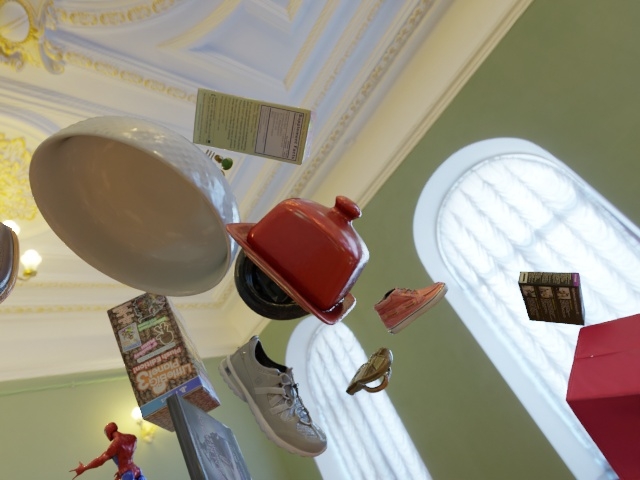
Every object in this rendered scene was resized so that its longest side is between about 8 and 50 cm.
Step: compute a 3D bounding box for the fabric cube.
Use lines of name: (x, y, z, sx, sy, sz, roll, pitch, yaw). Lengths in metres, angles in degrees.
fabric cube: (0.664, 0.292, 0.747, 0.258, 0.254, 0.259, -36, 0, 45)

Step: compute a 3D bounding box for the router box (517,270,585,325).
router box: (0.598, 0.150, 1.045, 0.133, 0.046, 0.179, -1, -41, 38)

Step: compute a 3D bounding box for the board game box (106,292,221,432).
board game box: (-0.396, 0.308, 1.043, 0.141, 0.291, 0.232, -26, -28, -17)

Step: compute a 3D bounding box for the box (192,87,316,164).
box: (-0.141, -0.267, 0.948, 0.242, 0.213, 0.117, 12, -74, 0)

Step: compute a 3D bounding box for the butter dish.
butter dish: (0.000, 0.000, 0.472, 0.118, 0.160, 0.160, -49, -10, 10)

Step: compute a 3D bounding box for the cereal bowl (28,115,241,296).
cereal bowl: (-0.290, -0.065, 0.698, 0.338, 0.141, 0.339, 8, -47, 9)

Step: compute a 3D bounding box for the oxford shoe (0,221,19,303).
oxford shoe: (-0.625, 0.070, 0.684, 0.129, 0.364, 0.133, 5, -49, -16)

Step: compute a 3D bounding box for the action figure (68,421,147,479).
action figure: (-0.455, 0.563, 0.921, 0.139, 0.280, 0.091, -33, -16, 6)

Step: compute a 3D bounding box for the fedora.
fedora: (-0.097, 0.102, 1.250, 0.333, 0.334, 0.152, -20, -20, -14)

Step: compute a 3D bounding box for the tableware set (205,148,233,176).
tableware set: (-0.308, -0.172, 1.126, 0.154, 0.104, 0.024, -62, -23, -3)

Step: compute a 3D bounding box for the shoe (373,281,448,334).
shoe: (0.209, 0.132, 0.937, 0.178, 0.081, 0.063, -36, -1, -9)

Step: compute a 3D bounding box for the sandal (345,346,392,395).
sandal: (0.090, 0.233, 0.689, 0.072, 0.049, 0.180, -47, -13, -33)

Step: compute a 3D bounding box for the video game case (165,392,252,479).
video game case: (-0.192, 0.418, 0.769, 0.026, 0.196, 0.274, -31, -38, -11)

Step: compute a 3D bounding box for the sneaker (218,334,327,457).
sneaker: (-0.085, 0.317, 0.833, 0.115, 0.281, 0.105, -50, -12, 4)
